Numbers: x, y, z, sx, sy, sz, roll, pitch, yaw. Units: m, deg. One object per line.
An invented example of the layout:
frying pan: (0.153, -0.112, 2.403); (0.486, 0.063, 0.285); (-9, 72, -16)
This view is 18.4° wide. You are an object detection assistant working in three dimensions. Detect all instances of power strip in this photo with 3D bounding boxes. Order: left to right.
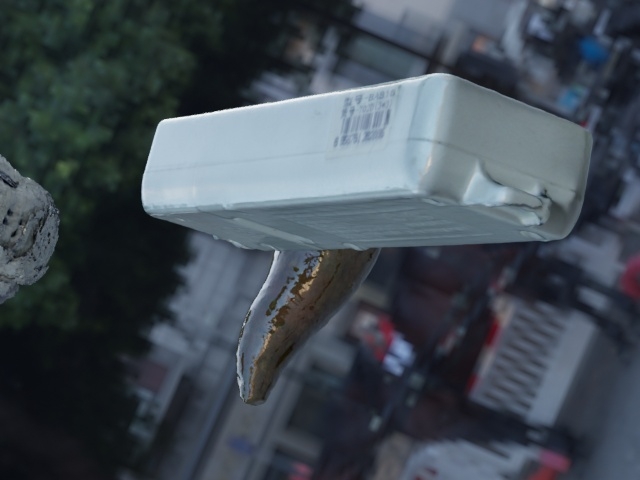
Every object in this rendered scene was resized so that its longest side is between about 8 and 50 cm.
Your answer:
power strip: (0.007, -0.033, 1.003); (0.338, 0.098, 0.058); (-3, 73, 58)

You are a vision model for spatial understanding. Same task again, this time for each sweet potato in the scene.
sweet potato: (0.000, 0.000, 1.359); (0.243, 0.077, 0.077); (-62, -2, -2)

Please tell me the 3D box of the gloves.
gloves: (-0.262, -0.010, 1.566); (0.153, 0.070, 0.114); (41, -129, -57)
